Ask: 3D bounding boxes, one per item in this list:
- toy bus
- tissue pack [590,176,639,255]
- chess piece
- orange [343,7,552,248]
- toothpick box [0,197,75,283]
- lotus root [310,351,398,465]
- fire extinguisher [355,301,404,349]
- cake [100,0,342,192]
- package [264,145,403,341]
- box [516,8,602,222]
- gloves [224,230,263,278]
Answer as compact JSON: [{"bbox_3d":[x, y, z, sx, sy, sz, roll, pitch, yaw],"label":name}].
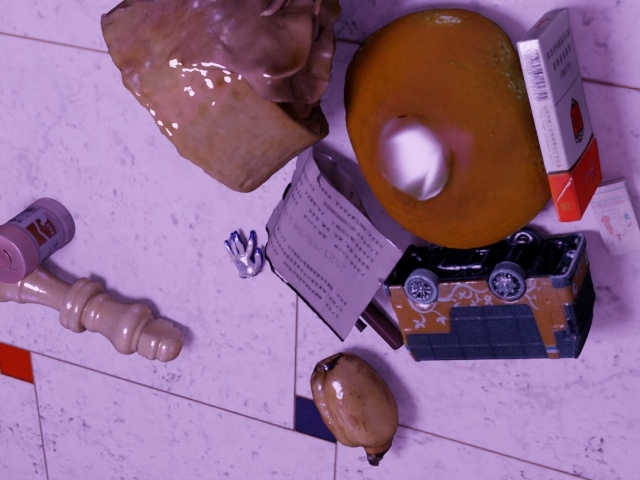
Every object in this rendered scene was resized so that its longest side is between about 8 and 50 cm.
[{"bbox_3d":[0.251,0.083,1.441,0.275,0.138,0.167,-6,116,29],"label":"toy bus"},{"bbox_3d":[0.408,-0.032,1.371,0.056,0.023,0.108,-12,111,30],"label":"tissue pack"},{"bbox_3d":[-0.429,0.122,1.801,0.397,0.117,0.117,23,124,10],"label":"chess piece"},{"bbox_3d":[0.170,-0.144,1.339,0.262,0.196,0.335,-21,95,19],"label":"orange"},{"bbox_3d":[-0.512,-0.001,1.744,0.098,0.149,0.098,11,121,19],"label":"toothpick box"},{"bbox_3d":[0.064,0.280,1.652,0.221,0.118,0.125,58,156,-16],"label":"lotus root"},{"bbox_3d":[0.065,0.113,1.601,0.049,0.035,0.173,-43,94,4],"label":"fire extinguisher"},{"bbox_3d":[-0.075,-0.272,1.304,0.321,0.332,0.332,-38,98,16],"label":"cake"},{"bbox_3d":[0.000,0.000,1.501,0.251,0.062,0.204,53,134,29],"label":"package"},{"bbox_3d":[0.310,-0.160,1.277,0.035,0.139,0.245,-6,113,31],"label":"box"},{"bbox_3d":[-0.123,0.021,1.651,0.064,0.026,0.086,-15,105,29],"label":"gloves"}]
